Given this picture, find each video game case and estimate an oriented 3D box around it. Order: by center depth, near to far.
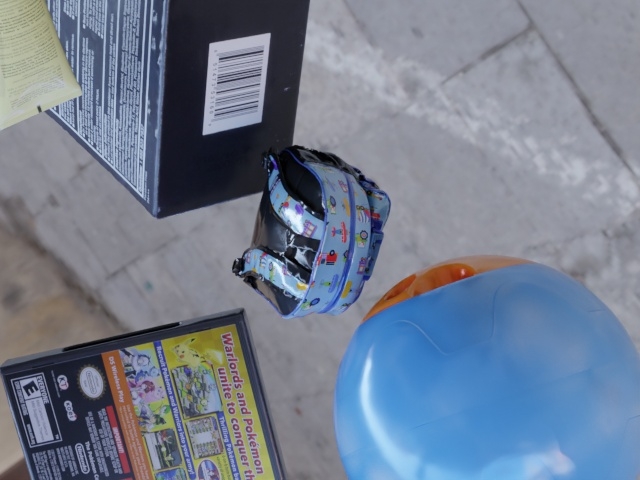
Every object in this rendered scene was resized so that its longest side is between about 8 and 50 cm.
[{"bbox_3d":[-0.164,0.225,1.254,0.035,0.248,0.275,-82,-21,-78],"label":"video game case"}]

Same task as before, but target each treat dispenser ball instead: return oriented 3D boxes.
[{"bbox_3d":[0.155,0.156,1.152,0.288,0.288,0.288,43,155,26],"label":"treat dispenser ball"}]

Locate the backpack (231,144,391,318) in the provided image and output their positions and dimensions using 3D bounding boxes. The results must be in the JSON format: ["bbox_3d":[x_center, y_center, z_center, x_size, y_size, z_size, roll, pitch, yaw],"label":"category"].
[{"bbox_3d":[0.000,0.000,1.212,0.173,0.117,0.158,-139,63,-66],"label":"backpack"}]

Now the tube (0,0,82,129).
[{"bbox_3d":[-0.294,-0.215,1.183,0.070,0.062,0.240,1,134,10],"label":"tube"}]

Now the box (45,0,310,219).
[{"bbox_3d":[-0.167,-0.233,1.327,0.294,0.182,0.296,39,133,39],"label":"box"}]
